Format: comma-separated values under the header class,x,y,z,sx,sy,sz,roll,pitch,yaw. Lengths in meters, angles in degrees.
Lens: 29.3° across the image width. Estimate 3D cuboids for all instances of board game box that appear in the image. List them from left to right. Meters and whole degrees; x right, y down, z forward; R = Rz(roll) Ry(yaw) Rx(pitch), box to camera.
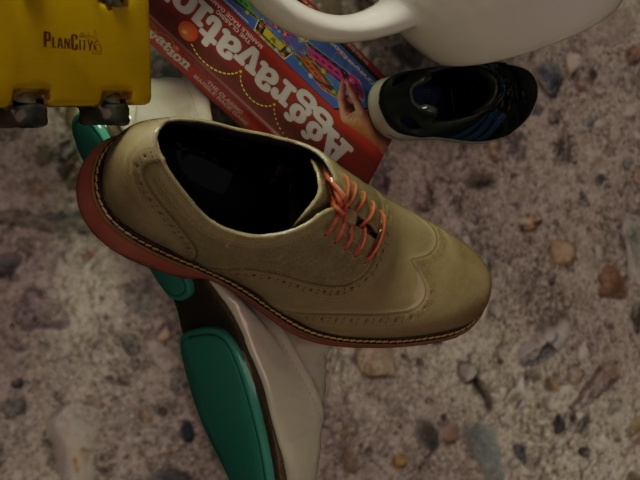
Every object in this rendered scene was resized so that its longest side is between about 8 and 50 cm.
class,x,y,z,sx,sy,sz,roll,pitch,yaw
board game box,-0.050,-0.161,1.015,0.281,0.027,0.145,42,50,-17

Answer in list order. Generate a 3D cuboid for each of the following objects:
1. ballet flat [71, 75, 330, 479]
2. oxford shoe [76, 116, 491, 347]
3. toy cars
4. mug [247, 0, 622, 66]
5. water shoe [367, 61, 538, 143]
class,x,y,z,sx,sy,sz,roll,pitch,yaw
ballet flat,-0.066,0.044,1.009,0.139,0.139,0.400,-26,98,-17
oxford shoe,0.000,0.000,0.909,0.348,0.130,0.123,16,70,-26
toy cars,-0.160,-0.203,0.864,0.176,0.087,0.393,68,34,-43
mug,0.078,-0.299,0.956,0.374,0.276,0.328,-30,111,-22
water shoe,0.136,-0.121,1.070,0.203,0.080,0.073,-14,93,-38
